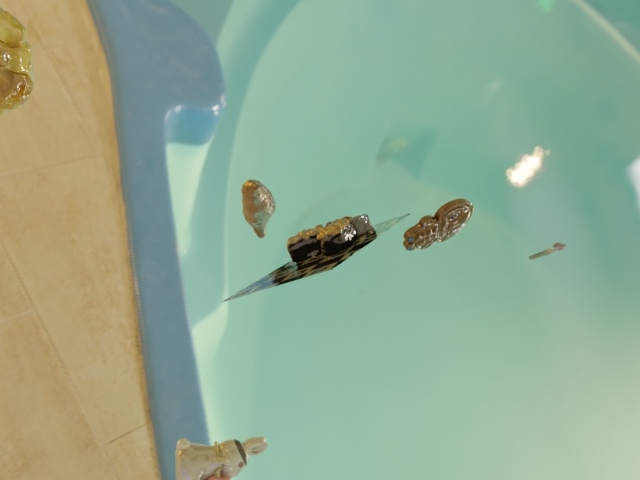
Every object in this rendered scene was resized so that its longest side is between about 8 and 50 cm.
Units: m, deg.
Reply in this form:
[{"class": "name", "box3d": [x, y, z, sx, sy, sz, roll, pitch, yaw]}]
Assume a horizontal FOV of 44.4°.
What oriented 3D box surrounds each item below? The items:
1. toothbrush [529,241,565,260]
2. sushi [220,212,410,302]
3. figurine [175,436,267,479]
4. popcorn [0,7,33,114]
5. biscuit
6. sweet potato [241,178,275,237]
[{"class": "toothbrush", "box3d": [0.381, 0.019, 1.332, 0.014, 0.167, 0.011, 24, 82, 1]}, {"class": "sushi", "box3d": [0.000, 0.000, 1.099, 0.279, 0.193, 0.043, -30, 100, -55]}, {"class": "figurine", "box3d": [-0.163, 0.366, 1.277, 0.146, 0.098, 0.081, 1, 23, -16]}, {"class": "popcorn", "box3d": [-0.403, -0.207, 0.864, 0.180, 0.180, 0.170, 22, 57, -24]}, {"class": "biscuit", "box3d": [0.259, -0.029, 1.703, 0.175, 0.124, 0.026, -27, 57, -13]}, {"class": "sweet potato", "box3d": [-0.120, -0.073, 1.556, 0.072, 0.314, 0.066, -31, 81, -12]}]
